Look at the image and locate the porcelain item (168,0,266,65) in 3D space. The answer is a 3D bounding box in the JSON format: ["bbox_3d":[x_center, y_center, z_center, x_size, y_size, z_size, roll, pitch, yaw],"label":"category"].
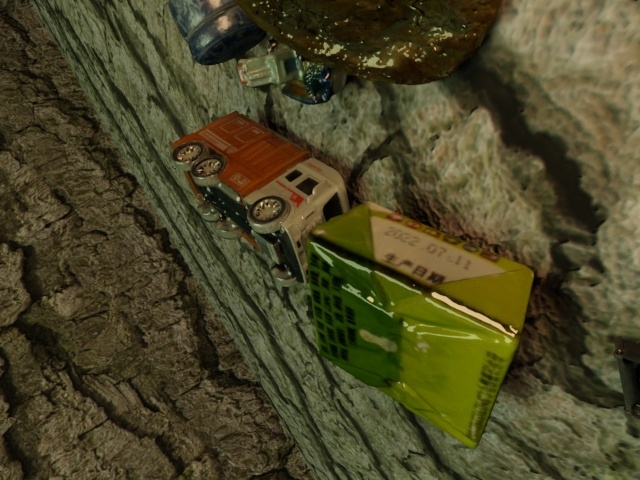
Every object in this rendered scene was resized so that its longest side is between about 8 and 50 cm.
[{"bbox_3d":[-0.162,-0.367,0.836,0.114,0.147,0.147,62,157,-6],"label":"porcelain item"}]

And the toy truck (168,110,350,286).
[{"bbox_3d":[-0.104,-0.097,0.957,0.387,0.206,0.173,36,155,36],"label":"toy truck"}]

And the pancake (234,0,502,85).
[{"bbox_3d":[0.012,-0.279,0.482,0.355,0.065,0.356,16,166,4],"label":"pancake"}]

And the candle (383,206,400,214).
[{"bbox_3d":[0.122,0.007,0.809,0.052,0.052,0.131,2,118,63],"label":"candle"}]

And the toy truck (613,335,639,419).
[{"bbox_3d":[0.355,0.136,0.433,0.192,0.092,0.083,14,128,59],"label":"toy truck"}]

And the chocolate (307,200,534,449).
[{"bbox_3d":[0.135,0.115,0.727,0.288,0.137,0.301,26,144,26],"label":"chocolate"}]

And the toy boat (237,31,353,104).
[{"bbox_3d":[-0.042,-0.259,0.755,0.262,0.115,0.114,29,142,50],"label":"toy boat"}]
